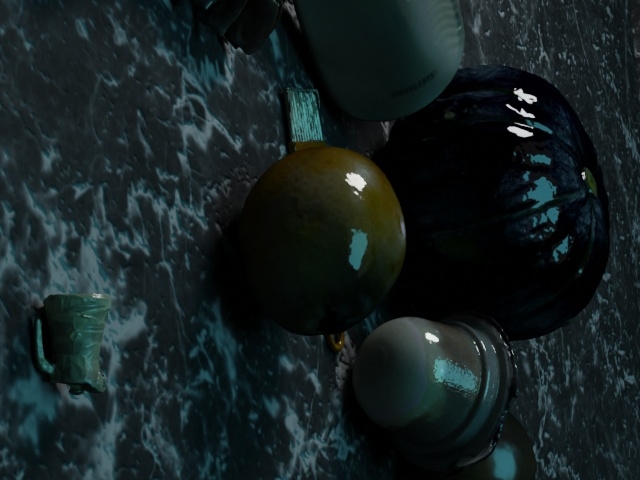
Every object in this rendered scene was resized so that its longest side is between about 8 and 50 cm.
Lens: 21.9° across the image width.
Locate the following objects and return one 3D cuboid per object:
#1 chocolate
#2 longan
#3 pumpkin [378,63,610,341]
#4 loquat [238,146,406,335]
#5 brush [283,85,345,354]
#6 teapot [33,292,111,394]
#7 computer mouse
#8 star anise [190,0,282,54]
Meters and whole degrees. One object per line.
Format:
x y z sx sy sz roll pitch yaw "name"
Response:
0.113 0.170 1.941 0.147 0.221 0.221 15 66 -41 "chocolate"
0.185 0.277 2.065 0.187 0.167 0.167 61 22 9 "longan"
0.226 -0.048 2.143 0.363 0.266 0.363 37 46 -53 "pumpkin"
0.000 0.000 1.722 0.227 0.179 0.179 -66 140 -58 "loquat"
-0.003 -0.023 1.919 0.090 0.017 0.314 -8 89 -64 "brush"
-0.205 0.087 1.369 0.067 0.057 0.083 0 83 -28 "teapot"
0.068 -0.279 1.952 0.095 0.197 0.331 46 -14 48 "computer mouse"
-0.102 -0.308 1.713 0.236 0.093 0.229 -13 99 -63 "star anise"
